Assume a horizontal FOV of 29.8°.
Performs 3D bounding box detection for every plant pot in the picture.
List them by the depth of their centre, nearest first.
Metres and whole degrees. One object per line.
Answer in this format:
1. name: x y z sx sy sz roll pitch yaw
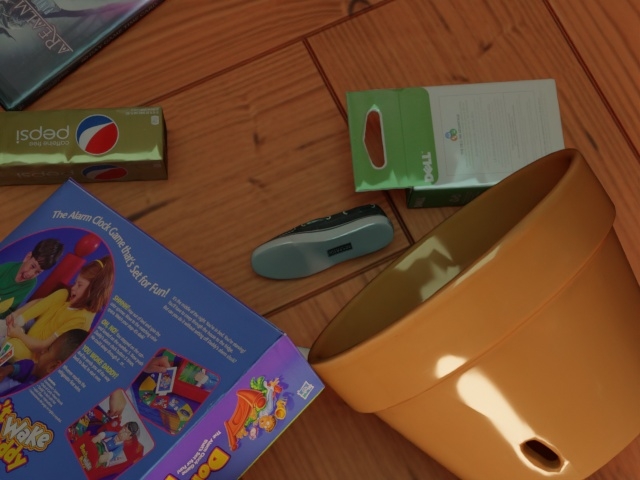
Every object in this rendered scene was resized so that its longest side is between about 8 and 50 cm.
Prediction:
1. plant pot: 0.161 0.089 1.035 0.291 0.291 0.203 -39 95 -12

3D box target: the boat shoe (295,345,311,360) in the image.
1. boat shoe: -0.113 0.128 1.108 0.226 0.083 0.076 1 84 10

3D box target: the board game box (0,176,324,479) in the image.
1. board game box: -0.194 0.107 1.005 0.233 0.078 0.347 -45 44 -13

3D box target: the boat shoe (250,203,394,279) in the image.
1. boat shoe: 0.000 0.000 1.163 0.142 0.049 0.040 -14 41 -5

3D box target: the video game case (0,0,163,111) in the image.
1. video game case: -0.272 -0.281 1.243 0.274 0.026 0.196 -41 79 -14

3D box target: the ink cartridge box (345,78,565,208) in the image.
1. ink cartridge box: 0.131 -0.093 1.183 0.209 0.062 0.109 -4 74 -3

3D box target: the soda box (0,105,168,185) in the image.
1. soda box: -0.241 -0.091 1.167 0.181 0.061 0.058 -3 74 -3
